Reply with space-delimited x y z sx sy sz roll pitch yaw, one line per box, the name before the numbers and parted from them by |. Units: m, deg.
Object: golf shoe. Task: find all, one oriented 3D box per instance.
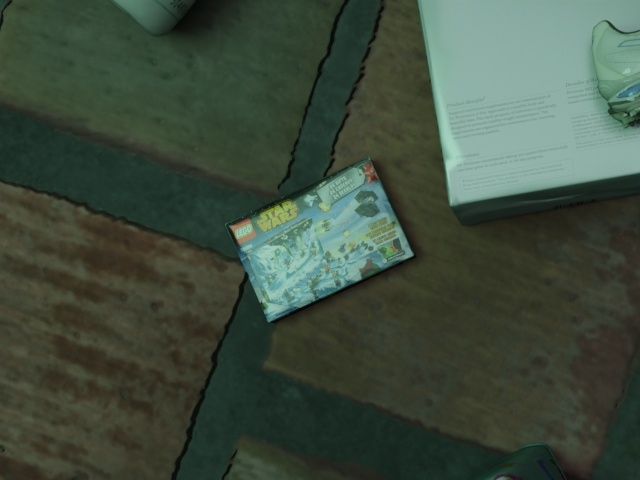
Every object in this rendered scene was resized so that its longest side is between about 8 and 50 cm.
golf shoe | 0.279 -0.148 1.066 0.176 0.069 0.086 -18 78 -3

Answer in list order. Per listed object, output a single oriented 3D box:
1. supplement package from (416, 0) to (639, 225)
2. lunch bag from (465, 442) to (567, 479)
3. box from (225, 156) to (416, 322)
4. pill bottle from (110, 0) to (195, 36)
supplement package | 0.185 -0.133 1.182 0.194 0.149 0.203 -9 83 7
lunch bag | 0.161 0.300 1.108 0.160 0.223 0.262 -29 81 13
box | 0.000 0.000 1.262 0.137 0.027 0.094 -24 83 6
pill bottle | -0.098 -0.366 1.223 0.204 0.204 0.361 39 92 11
